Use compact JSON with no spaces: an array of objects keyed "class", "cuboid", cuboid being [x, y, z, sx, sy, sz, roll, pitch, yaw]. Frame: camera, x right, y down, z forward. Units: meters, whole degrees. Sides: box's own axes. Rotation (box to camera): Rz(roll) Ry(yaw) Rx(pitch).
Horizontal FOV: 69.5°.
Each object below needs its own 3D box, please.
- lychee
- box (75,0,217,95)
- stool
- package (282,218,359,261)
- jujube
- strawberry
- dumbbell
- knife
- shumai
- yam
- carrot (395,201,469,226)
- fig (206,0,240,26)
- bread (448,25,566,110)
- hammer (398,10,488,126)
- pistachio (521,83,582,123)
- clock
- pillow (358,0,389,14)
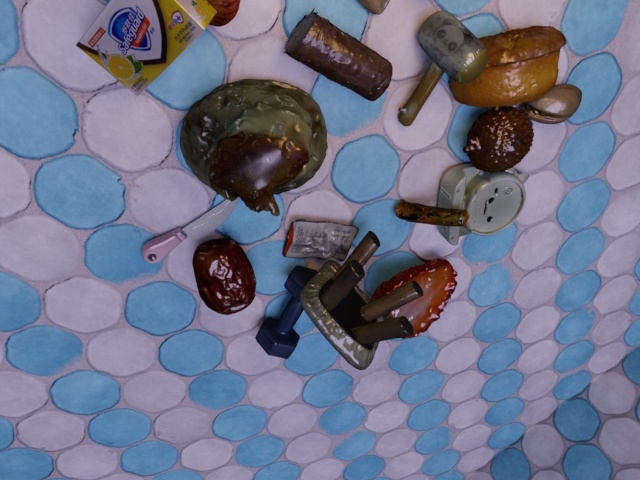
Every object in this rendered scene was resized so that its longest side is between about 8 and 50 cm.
[{"class":"lychee","cuboid":[0.531,-0.300,1.384,0.238,0.200,0.200,-18,126,-20]},{"class":"box","cuboid":[-0.378,-0.460,1.001,0.265,0.097,0.168,-25,130,31]},{"class":"stool","cuboid":[0.137,0.179,1.407,0.226,0.310,0.310,-37,97,30]},{"class":"package","cuboid":[0.000,0.000,1.501,0.231,0.040,0.166,5,130,-15]},{"class":"jujube","cuboid":[-0.293,0.111,1.413,0.183,0.183,0.243,-17,117,-6]},{"class":"strawberry","cuboid":[0.332,0.189,1.671,0.336,0.149,0.265,-41,117,-1]},{"class":"dumbbell","cuboid":[-0.096,0.246,1.566,0.143,0.156,0.316,30,112,1]},{"class":"knife","cuboid":[-0.377,-0.028,1.372,0.335,0.043,0.081,-29,131,0]},{"class":"shumai","cuboid":[-0.147,-0.212,1.154,0.396,0.323,0.324,-1,120,-16]},{"class":"yam","cuboid":[0.055,-0.464,1.176,0.279,0.131,0.131,20,114,-27]},{"class":"carrot","cuboid":[0.355,-0.083,1.474,0.228,0.069,0.069,10,127,24]},{"class":"fig","cuboid":[-0.235,-0.565,1.032,0.128,0.128,0.151,16,89,-25]},{"class":"bread","cuboid":[0.534,-0.474,1.280,0.339,0.179,0.195,-15,125,-7]},{"class":"hammer","cuboid":[0.300,-0.442,1.261,0.113,0.202,0.305,-13,151,-40]},{"class":"pistachio","cuboid":[0.711,-0.419,1.412,0.184,0.124,0.125,-3,122,-7]},{"class":"clock","cuboid":[0.557,-0.133,1.545,0.323,0.109,0.265,-12,123,-10]},{"class":"pillow","cuboid":[0.095,-0.657,1.118,0.217,0.033,0.130,20,111,-26]}]
